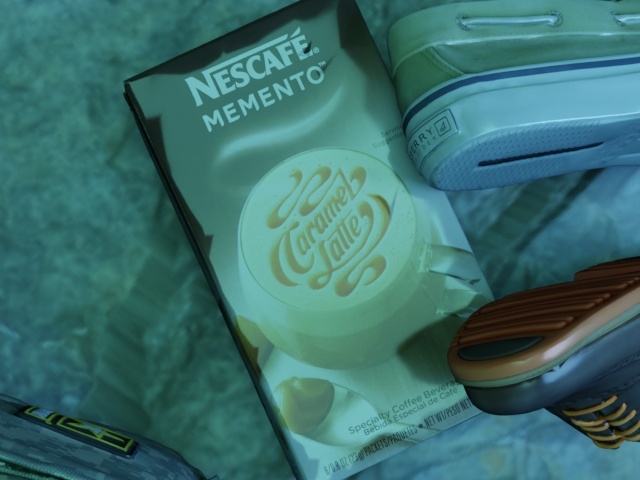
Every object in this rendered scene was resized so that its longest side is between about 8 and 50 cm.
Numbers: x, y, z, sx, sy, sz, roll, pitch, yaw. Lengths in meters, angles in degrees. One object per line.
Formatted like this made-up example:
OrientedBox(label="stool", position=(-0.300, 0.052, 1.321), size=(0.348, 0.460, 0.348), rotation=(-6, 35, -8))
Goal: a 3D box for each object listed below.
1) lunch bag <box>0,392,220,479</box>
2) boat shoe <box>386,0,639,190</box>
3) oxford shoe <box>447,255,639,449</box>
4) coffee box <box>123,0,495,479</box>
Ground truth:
OrientedBox(label="lunch bag", position=(-0.188, 0.166, 0.729), size=(0.287, 0.235, 0.169), rotation=(-14, 89, -5))
OrientedBox(label="boat shoe", position=(0.177, -0.098, 0.806), size=(0.302, 0.109, 0.094), rotation=(-8, 71, -29))
OrientedBox(label="oxford shoe", position=(0.155, 0.066, 0.759), size=(0.096, 0.271, 0.098), rotation=(-10, 91, 35))
OrientedBox(label="coffee box", position=(0.000, 0.000, 0.822), size=(0.141, 0.098, 0.247), rotation=(-25, 88, -5))
